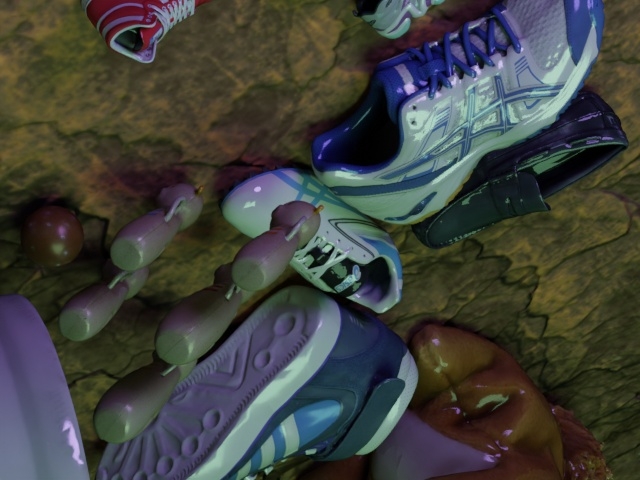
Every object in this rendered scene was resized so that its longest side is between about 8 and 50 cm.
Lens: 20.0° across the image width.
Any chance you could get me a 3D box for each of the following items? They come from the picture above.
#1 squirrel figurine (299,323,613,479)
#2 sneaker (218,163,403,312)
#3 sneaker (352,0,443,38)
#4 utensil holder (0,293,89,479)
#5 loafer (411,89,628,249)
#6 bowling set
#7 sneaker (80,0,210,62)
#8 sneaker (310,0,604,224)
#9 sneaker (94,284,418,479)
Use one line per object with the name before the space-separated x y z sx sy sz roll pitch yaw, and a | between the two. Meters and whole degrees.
squirrel figurine | 0.223 0.337 1.963 0.397 0.370 0.281 17 123 -43
sneaker | 0.000 0.000 1.670 0.085 0.086 0.237 -41 140 18
sneaker | 0.068 -0.213 1.505 0.098 0.038 0.069 -46 140 20
utensil holder | -0.411 0.232 1.487 0.386 0.327 0.327 -8 138 -21
loafer | 0.189 -0.057 1.729 0.223 0.078 0.076 -33 142 5
bowling set | -0.144 0.016 1.575 0.287 0.200 0.154 -44 -179 31
sneaker | -0.119 -0.176 1.404 0.118 0.067 0.042 -16 141 -17
sneaker | 0.117 -0.129 1.575 0.131 0.112 0.296 21 120 -45
sneaker | -0.044 0.200 1.831 0.323 0.130 0.236 -44 137 10
